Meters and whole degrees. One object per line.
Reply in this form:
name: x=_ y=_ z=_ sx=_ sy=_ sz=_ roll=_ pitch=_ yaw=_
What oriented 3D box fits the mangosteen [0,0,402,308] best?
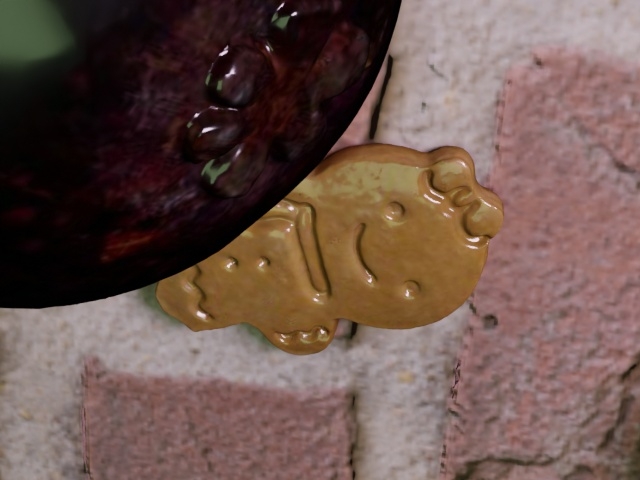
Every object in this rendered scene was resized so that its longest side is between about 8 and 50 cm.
mangosteen: x=-0.116 y=-0.123 z=0.705 sx=0.313 sy=0.297 sz=0.297 roll=26 pitch=146 yaw=53

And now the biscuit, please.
biscuit: x=-0.003 y=0.005 z=0.916 sx=0.184 sy=0.027 sz=0.133 roll=8 pitch=125 yaw=7
